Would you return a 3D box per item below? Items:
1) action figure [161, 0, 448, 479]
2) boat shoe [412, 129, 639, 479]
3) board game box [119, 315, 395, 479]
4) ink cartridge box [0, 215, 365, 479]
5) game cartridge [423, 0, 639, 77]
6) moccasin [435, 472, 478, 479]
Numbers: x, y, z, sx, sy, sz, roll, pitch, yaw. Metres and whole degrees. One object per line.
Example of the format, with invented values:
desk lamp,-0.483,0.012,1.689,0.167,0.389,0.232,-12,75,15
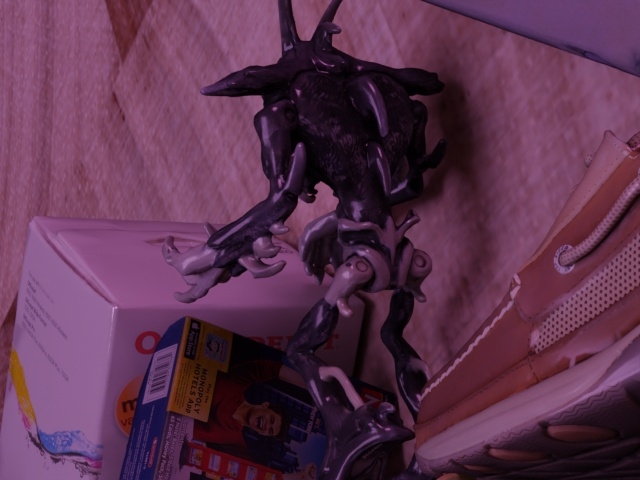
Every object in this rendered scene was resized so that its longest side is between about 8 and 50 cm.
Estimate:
action figure,0.000,0.000,0.770,0.141,0.164,0.275,-23,75,46
boat shoe,0.147,0.013,0.565,0.324,0.123,0.116,-38,49,46
board game box,-0.024,0.167,0.804,0.060,0.194,0.194,-25,48,51
ink cartridge box,-0.098,0.118,0.921,0.168,0.171,0.232,33,118,56
game cartridge,0.115,-0.211,0.678,0.355,0.068,0.230,35,123,56
moccasin,0.116,0.162,0.576,0.380,0.139,0.147,-25,66,57
